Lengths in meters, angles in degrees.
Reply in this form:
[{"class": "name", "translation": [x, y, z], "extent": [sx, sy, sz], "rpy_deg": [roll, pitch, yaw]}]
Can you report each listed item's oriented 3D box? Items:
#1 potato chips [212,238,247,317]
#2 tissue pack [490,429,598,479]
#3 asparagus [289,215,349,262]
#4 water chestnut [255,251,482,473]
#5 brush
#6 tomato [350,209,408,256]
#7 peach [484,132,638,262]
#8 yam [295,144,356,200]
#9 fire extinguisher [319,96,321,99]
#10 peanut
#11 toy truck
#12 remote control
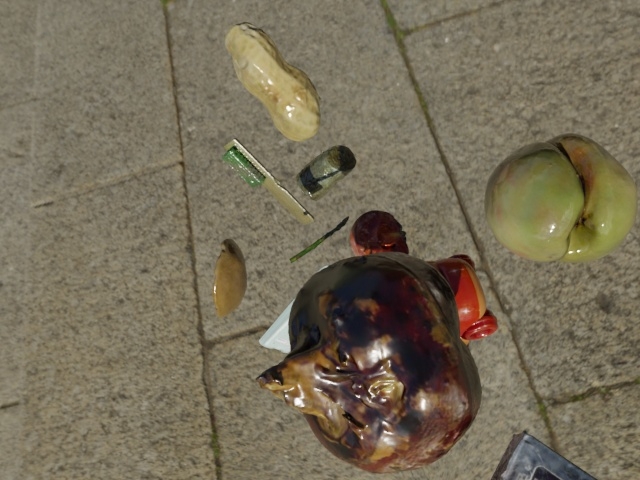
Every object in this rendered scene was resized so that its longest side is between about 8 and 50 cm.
[{"class": "potato chips", "translation": [-0.225, 0.099, 1.463], "extent": [0.061, 0.195, 0.208], "rpy_deg": [8, 97, 6]}, {"class": "tissue pack", "translation": [0.389, 0.449, 0.918], "extent": [0.235, 0.073, 0.173], "rpy_deg": [33, 66, 12]}, {"class": "asparagus", "translation": [0.000, 0.000, 1.239], "extent": [0.162, 0.016, 0.016], "rpy_deg": [-36, 37, 5]}, {"class": "water chestnut", "translation": [0.066, 0.181, 0.852], "extent": [0.335, 0.346, 0.336], "rpy_deg": [-3, 85, 48]}, {"class": "brush", "translation": [-0.127, -0.132, 1.380], "extent": [0.054, 0.282, 0.048], "rpy_deg": [-18, 35, 52]}, {"class": "tomato", "translation": [0.139, 0.007, 1.415], "extent": [0.138, 0.091, 0.159], "rpy_deg": [-20, 86, -20]}, {"class": "peach", "translation": [0.477, -0.081, 1.156], "extent": [0.292, 0.248, 0.292], "rpy_deg": [-10, 28, 5]}, {"class": "yam", "translation": [0.010, -0.186, 1.571], "extent": [0.183, 0.107, 0.107], "rpy_deg": [-37, 52, 41]}, {"class": "fire extinguisher", "translation": [-0.016, -0.407, 1.644], "extent": [0.038, 0.025, 0.083], "rpy_deg": [-22, 18, 12]}, {"class": "peanut", "translation": [-0.100, -0.350, 1.252], "extent": [0.130, 0.130, 0.290], "rpy_deg": [-44, 104, -11]}, {"class": "toy truck", "translation": [0.217, 0.143, 1.190], "extent": [0.239, 0.265, 0.189], "rpy_deg": [-3, 60, -20]}, {"class": "remote control", "translation": [-0.032, 0.182, 1.440], "extent": [0.293, 0.103, 0.051], "rpy_deg": [-48, 41, 20]}]
